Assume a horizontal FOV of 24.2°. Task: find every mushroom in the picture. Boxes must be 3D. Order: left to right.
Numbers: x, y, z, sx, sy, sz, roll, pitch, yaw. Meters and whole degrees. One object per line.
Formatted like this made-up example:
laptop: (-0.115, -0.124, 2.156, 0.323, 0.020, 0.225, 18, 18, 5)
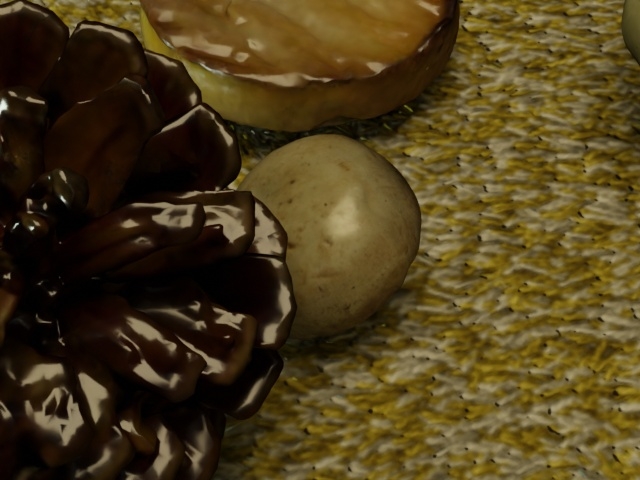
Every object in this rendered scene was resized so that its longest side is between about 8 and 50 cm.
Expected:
mushroom: (0.000, 0.000, 1.175, 0.166, 0.127, 0.166, -15, 50, 19)

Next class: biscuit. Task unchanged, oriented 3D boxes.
biscuit: (-0.020, -0.208, 1.370, 0.296, 0.102, 0.296, 1, 47, -1)

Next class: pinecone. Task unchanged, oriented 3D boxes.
pinecone: (-0.209, 0.021, 1.004, 0.398, 0.397, 0.397, -1, 49, 1)

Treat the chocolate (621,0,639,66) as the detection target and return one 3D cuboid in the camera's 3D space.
chocolate: (0.417, -0.214, 1.238, 0.326, 0.297, 0.314, 38, 30, -21)
